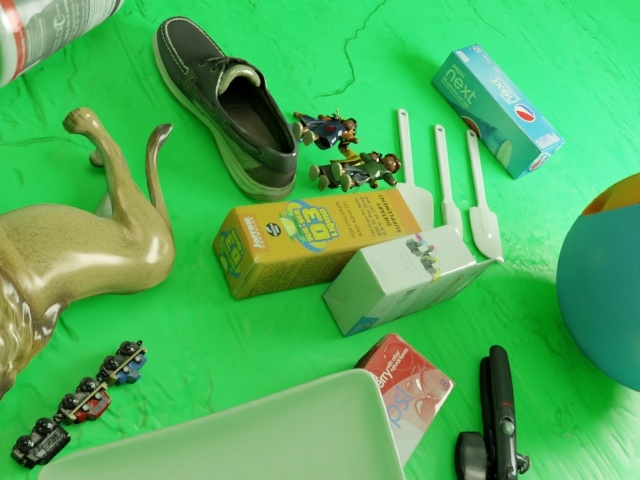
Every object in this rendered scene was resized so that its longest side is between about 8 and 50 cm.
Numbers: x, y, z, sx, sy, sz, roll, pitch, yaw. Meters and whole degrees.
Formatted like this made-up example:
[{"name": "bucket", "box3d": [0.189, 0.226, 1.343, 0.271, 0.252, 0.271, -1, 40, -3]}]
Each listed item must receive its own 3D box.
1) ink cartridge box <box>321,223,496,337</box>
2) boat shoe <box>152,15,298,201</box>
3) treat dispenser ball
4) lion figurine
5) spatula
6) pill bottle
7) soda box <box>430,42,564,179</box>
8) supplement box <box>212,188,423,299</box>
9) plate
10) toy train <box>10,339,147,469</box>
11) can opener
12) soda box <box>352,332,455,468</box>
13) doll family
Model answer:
[{"name": "ink cartridge box", "box3d": [0.104, 0.041, 0.895, 0.181, 0.104, 0.062, -14, 65, -35]}, {"name": "boat shoe", "box3d": [-0.110, -0.181, 0.950, 0.102, 0.092, 0.285, -18, 67, -36]}, {"name": "treat dispenser ball", "box3d": [0.438, 0.051, 0.942, 0.288, 0.288, 0.288, 14, 52, -19]}, {"name": "lion figurine", "box3d": [-0.244, 0.013, 0.712, 0.392, 0.142, 0.240, -23, 77, -42]}, {"name": "spatula", "box3d": [0.174, -0.088, 1.084, 0.168, 0.019, 0.242, 14, 52, -18]}, {"name": "pill bottle", "box3d": [-0.324, -0.303, 0.880, 0.161, 0.161, 0.283, 36, 48, 0]}, {"name": "soda box", "box3d": [0.268, -0.198, 1.179, 0.067, 0.071, 0.210, -25, 71, -37]}, {"name": "supplement box", "box3d": [0.000, 0.000, 0.888, 0.233, 0.080, 0.078, -11, 61, -31]}, {"name": "plate", "box3d": [-0.052, 0.269, 0.601, 0.277, 0.045, 0.278, -16, 80, -7]}, {"name": "toy train", "box3d": [-0.211, 0.147, 0.702, 0.036, 0.027, 0.158, 42, 48, 1]}, {"name": "can opener", "box3d": [0.196, 0.196, 0.862, 0.073, 0.059, 0.186, 24, 49, -10]}, {"name": "soda box", "box3d": [0.025, 0.210, 0.744, 0.092, 0.083, 0.263, 40, 49, 4]}, {"name": "doll family", "box3d": [0.023, -0.118, 0.983, 0.111, 0.076, 0.193, -20, 61, -35]}]
